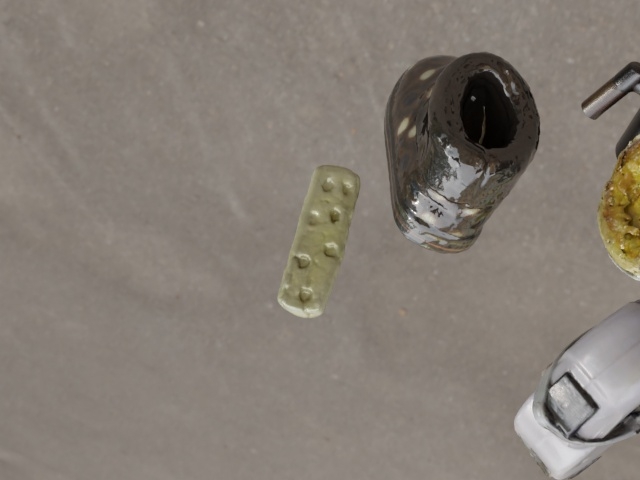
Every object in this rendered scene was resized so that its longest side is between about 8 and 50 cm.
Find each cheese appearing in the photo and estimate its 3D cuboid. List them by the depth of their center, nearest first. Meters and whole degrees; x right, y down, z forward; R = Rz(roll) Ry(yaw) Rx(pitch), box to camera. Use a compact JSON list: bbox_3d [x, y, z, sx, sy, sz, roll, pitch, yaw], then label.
[{"bbox_3d":[0.000,0.000,1.356,0.065,0.194,0.043,12,157,12],"label":"cheese"}]

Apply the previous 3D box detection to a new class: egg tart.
[{"bbox_3d":[0.444,-0.049,1.378,0.094,0.234,0.234,28,154,-33],"label":"egg tart"}]

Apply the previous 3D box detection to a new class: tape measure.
[{"bbox_3d":[0.311,0.142,1.191,0.120,0.236,0.197,52,177,23],"label":"tape measure"}]

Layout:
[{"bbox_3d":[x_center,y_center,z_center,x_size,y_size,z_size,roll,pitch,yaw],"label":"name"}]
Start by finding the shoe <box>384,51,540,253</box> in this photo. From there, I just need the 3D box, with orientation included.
[{"bbox_3d":[0.206,-0.183,1.678,0.171,0.384,0.237,19,134,-12],"label":"shoe"}]

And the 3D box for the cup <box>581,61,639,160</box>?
[{"bbox_3d":[0.584,-0.198,1.955,0.239,0.166,0.177,5,134,-14],"label":"cup"}]
